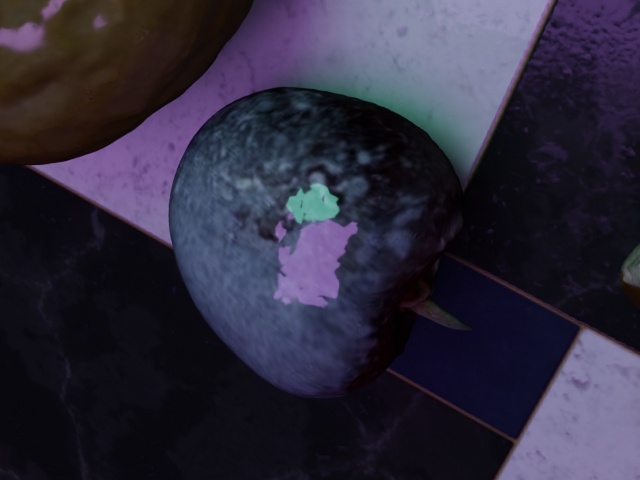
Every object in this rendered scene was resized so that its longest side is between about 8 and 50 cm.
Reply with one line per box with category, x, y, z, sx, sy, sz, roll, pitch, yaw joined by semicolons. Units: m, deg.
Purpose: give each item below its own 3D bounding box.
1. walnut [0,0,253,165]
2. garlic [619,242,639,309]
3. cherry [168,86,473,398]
walnut;-0.230;-0.247;0.884;0.398;0.308;0.354;-27;75;26
garlic;0.324;0.070;0.863;0.090;0.128;0.198;-44;86;17
cherry;0.000;0.000;0.940;0.296;0.218;0.255;34;122;22
